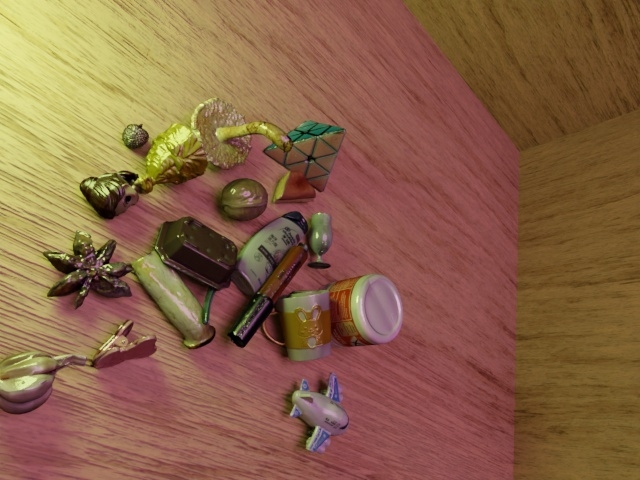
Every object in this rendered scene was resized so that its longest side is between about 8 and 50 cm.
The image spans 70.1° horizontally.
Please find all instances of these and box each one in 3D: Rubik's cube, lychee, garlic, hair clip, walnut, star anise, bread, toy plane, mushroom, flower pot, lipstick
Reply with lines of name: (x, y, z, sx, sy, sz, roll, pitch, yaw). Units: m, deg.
Rubik's cube: (-0.042, -0.353, 1.755, 0.229, 0.233, 0.228, 34, 92, 10)
lychee: (-0.531, -0.301, 1.311, 0.067, 0.068, 0.083, 32, 72, 1)
garlic: (-0.619, 0.303, 1.005, 0.194, 0.131, 0.127, -5, 63, -53)
hair clip: (-0.317, 0.161, 1.343, 0.070, 0.039, 0.229, 51, 25, -22)
walnut: (-0.247, -0.134, 1.490, 0.162, 0.140, 0.140, -25, 95, -56)
star anise: (-0.577, 0.064, 1.143, 0.212, 0.073, 0.196, -12, 80, -43)
hair clip: (-0.489, 0.279, 1.145, 0.102, 0.123, 0.138, 33, 45, 2)
bread: (-0.101, -0.199, 1.702, 0.193, 0.067, 0.119, -4, 87, -44)
toy plane: (0.003, 0.572, 1.527, 0.267, 0.123, 0.266, 15, 69, -44)
mushroom: (-0.405, 0.168, 1.279, 0.312, 0.081, 0.100, 59, 40, -11)
mushroom: (-0.250, -0.362, 1.467, 0.208, 0.302, 0.232, -86, 158, -67)
flower pot: (-0.342, 0.024, 1.332, 0.251, 0.084, 0.178, 33, 32, -29)
lipstick: (-0.154, 0.159, 1.459, 0.077, 0.077, 0.418, 51, 51, -21)

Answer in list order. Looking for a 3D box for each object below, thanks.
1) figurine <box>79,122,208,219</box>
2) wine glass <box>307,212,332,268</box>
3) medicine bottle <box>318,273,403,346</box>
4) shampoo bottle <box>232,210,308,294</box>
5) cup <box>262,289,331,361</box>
figurine: (-0.483, -0.169, 1.260, 0.315, 0.188, 0.167, -47, 115, -33)
wine glass: (0.000, 0.000, 1.722, 0.093, 0.093, 0.202, 18, 66, -40)
medicine bottle: (0.139, 0.259, 1.671, 0.253, 0.241, 0.252, 15, 68, -41)
shampoo bottle: (-0.171, 0.020, 1.556, 0.134, 0.078, 0.359, 55, 47, -18)
cup: (-0.076, 0.281, 1.523, 0.242, 0.185, 0.225, -8, 88, -11)
